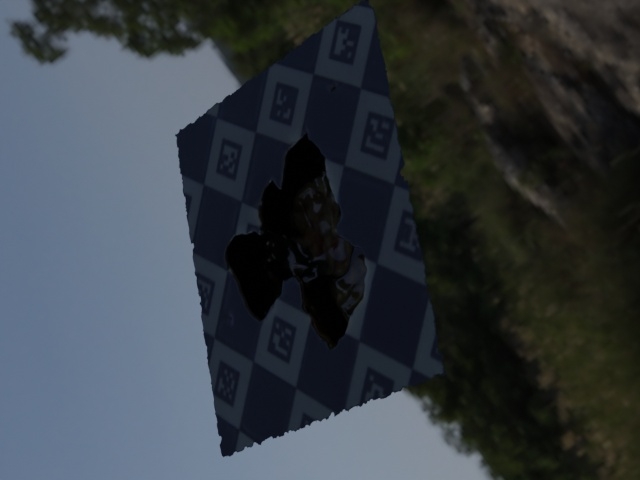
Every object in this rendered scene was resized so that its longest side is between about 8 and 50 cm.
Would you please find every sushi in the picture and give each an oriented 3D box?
[{"bbox_3d":[0.000,0.000,0.832,0.047,0.219,0.231,3,-111,-39],"label":"sushi"}]
